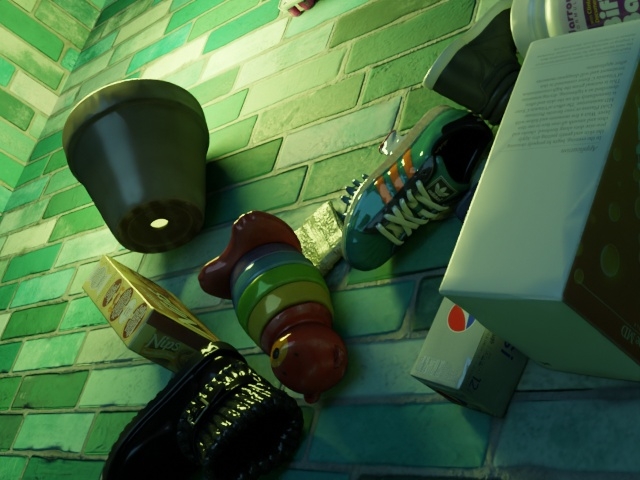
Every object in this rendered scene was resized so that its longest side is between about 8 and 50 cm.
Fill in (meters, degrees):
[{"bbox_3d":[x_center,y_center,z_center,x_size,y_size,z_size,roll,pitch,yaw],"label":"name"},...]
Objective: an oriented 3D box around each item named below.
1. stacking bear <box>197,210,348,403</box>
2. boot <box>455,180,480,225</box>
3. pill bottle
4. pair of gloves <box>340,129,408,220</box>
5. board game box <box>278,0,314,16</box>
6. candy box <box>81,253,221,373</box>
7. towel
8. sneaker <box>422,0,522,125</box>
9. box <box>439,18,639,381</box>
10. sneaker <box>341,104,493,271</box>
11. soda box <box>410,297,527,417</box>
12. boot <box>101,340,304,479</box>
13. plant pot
[{"bbox_3d":[-0.052,0.118,1.398,0.175,0.164,0.289,-53,43,21],"label":"stacking bear"},{"bbox_3d":[0.266,-0.079,1.248,0.190,0.069,0.086,-46,37,17],"label":"boot"},{"bbox_3d":[0.410,-0.315,1.188,0.301,0.169,0.169,-3,59,50],"label":"pill bottle"},{"bbox_3d":[0.113,-0.103,1.505,0.198,0.023,0.159,-53,32,1],"label":"pair of gloves"},{"bbox_3d":[0.090,-0.729,2.055,0.390,0.050,0.390,-16,50,43],"label":"board game box"},{"bbox_3d":[-0.313,0.145,1.669,0.088,0.183,0.316,-56,33,-1],"label":"candy box"},{"bbox_3d":[0.000,0.000,1.550,0.110,0.027,0.148,-47,34,13],"label":"towel"},{"bbox_3d":[0.281,-0.271,1.387,0.296,0.147,0.104,-46,-9,-44],"label":"sneaker"},{"bbox_3d":[0.313,-0.042,1.027,0.168,0.215,0.345,1,62,51],"label":"box"},{"bbox_3d":[0.147,-0.076,1.361,0.302,0.108,0.121,-55,29,-3],"label":"sneaker"},{"bbox_3d":[0.228,0.072,1.140,0.091,0.098,0.286,8,68,52],"label":"soda box"},{"bbox_3d":[-0.195,0.337,1.404,0.348,0.131,0.260,-55,33,0],"label":"boot"},{"bbox_3d":[-0.374,-0.134,1.923,0.323,0.323,0.280,-37,54,25],"label":"plant pot"}]
